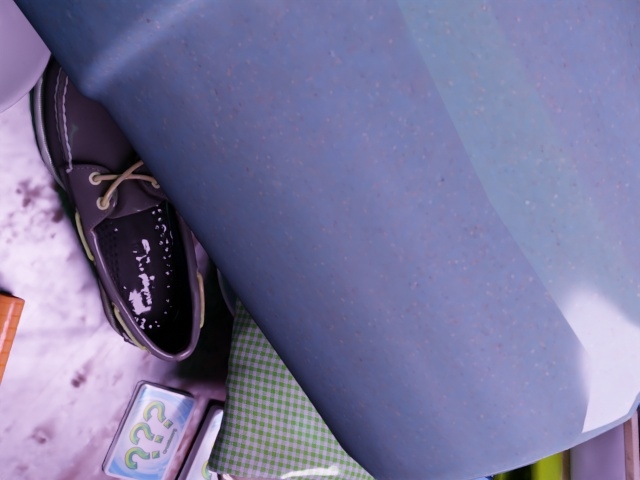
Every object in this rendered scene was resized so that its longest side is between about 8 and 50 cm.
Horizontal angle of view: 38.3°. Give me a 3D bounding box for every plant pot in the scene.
[{"bbox_3d":[0.048,-0.076,0.500,0.341,0.341,0.334,-31,97,-20],"label":"plant pot"}]

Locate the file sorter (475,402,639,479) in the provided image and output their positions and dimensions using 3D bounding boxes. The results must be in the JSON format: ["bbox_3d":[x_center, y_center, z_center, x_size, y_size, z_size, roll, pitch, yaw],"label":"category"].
[{"bbox_3d":[0.215,0.207,0.865,0.170,0.104,0.118,-31,116,-19],"label":"file sorter"}]

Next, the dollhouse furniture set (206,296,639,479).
[{"bbox_3d":[0.092,0.089,0.668,0.301,0.151,0.197,14,70,-31],"label":"dollhouse furniture set"}]

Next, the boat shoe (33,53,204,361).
[{"bbox_3d":[-0.129,-0.025,0.625,0.081,0.069,0.227,-23,114,-23],"label":"boat shoe"}]

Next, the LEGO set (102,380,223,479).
[{"bbox_3d":[-0.106,0.251,0.721,0.182,0.060,0.244,25,90,-29],"label":"LEGO set"}]

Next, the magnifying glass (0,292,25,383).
[{"bbox_3d":[-0.238,0.148,0.608,0.026,0.092,0.231,16,84,-29],"label":"magnifying glass"}]

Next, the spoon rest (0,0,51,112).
[{"bbox_3d":[-0.281,-0.110,0.508,0.276,0.084,0.137,-22,113,-23],"label":"spoon rest"}]

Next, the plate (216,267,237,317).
[{"bbox_3d":[0.000,0.000,0.733,0.188,0.024,0.188,-8,106,-29],"label":"plate"}]
